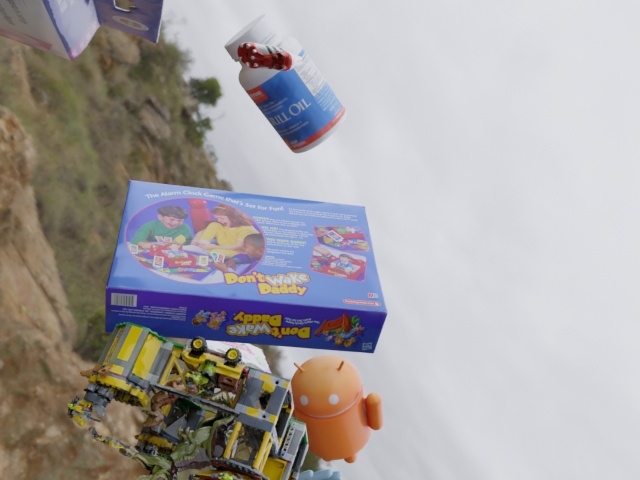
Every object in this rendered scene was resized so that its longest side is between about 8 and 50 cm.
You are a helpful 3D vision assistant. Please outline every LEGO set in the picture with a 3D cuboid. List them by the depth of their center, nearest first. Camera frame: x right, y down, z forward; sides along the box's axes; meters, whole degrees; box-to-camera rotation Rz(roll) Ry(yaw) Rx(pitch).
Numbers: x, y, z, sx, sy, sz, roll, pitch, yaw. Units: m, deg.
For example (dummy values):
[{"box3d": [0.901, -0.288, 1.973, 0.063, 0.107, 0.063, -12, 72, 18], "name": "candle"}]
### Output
[{"box3d": [-0.140, 0.248, 0.811, 0.254, 0.192, 0.331, 20, -28, 3], "name": "LEGO set"}]

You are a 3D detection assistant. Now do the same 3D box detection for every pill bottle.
[{"box3d": [-0.063, -0.269, 1.306, 0.221, 0.124, 0.124, 51, -7, -21], "name": "pill bottle"}]

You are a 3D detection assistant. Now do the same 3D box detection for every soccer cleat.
[{"box3d": [-0.058, -0.207, 0.859, 0.083, 0.035, 0.029, 18, -68, 33], "name": "soccer cleat"}]

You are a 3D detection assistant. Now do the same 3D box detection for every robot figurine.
[{"box3d": [0.016, 0.288, 1.310, 0.158, 0.128, 0.220, 31, -37, 47], "name": "robot figurine"}]

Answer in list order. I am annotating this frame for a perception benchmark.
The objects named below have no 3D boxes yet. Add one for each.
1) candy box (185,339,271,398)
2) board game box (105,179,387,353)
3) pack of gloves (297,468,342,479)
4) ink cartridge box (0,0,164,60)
[{"box3d": [-0.189, 0.266, 1.588, 0.164, 0.070, 0.196, 29, 10, -22], "name": "candy box"}, {"box3d": [-0.099, 0.031, 1.035, 0.233, 0.346, 0.078, -97, -164, -52], "name": "board game box"}, {"box3d": [-0.043, 0.402, 1.127, 0.195, 0.232, 0.046, 48, 14, -41], "name": "pack of gloves"}, {"box3d": [-0.328, -0.256, 0.765, 0.329, 0.072, 0.324, 18, 0, -14], "name": "ink cartridge box"}]
